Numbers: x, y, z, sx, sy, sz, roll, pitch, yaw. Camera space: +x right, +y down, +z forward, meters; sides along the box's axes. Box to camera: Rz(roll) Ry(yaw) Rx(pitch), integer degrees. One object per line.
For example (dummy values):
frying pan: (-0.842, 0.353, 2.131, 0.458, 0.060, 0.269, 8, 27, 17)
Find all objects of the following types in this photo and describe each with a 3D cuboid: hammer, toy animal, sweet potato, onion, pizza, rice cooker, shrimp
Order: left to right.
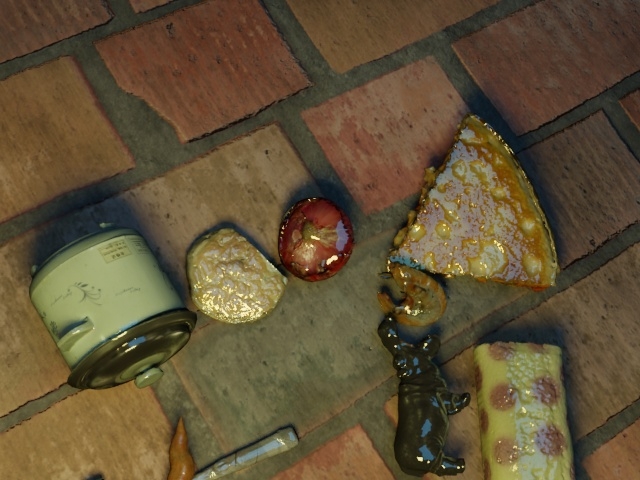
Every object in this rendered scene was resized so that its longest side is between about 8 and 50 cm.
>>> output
rice cooker: (-0.384, 0.139, 1.685, 0.316, 0.264, 0.317, 39, 27, -25)
sweet potato: (-0.263, 0.422, 1.685, 0.056, 0.056, 0.195, 6, 65, -13)
hammer: (-0.236, 0.451, 1.730, 0.426, 0.044, 0.152, -22, 79, -22)
onion: (0.000, 0.000, 1.907, 0.147, 0.184, 0.184, 9, 61, -58)
shrimp: (0.187, 0.120, 1.921, 0.187, 0.052, 0.132, 40, 98, -19)
toy animal: (0.218, 0.321, 1.869, 0.168, 0.106, 0.343, -4, 65, -9)
pizza: (0.304, -0.035, 2.018, 0.406, 0.130, 0.440, -25, 84, -10)

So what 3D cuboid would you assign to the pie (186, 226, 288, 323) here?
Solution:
pie: (-0.186, 0.080, 1.870, 0.218, 0.052, 0.185, 44, 64, 1)

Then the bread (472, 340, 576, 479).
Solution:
bread: (0.426, 0.385, 1.872, 0.187, 0.155, 0.339, 3, 70, -10)
